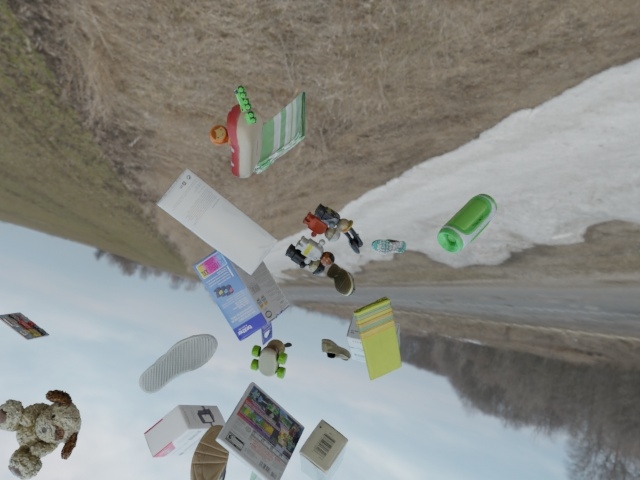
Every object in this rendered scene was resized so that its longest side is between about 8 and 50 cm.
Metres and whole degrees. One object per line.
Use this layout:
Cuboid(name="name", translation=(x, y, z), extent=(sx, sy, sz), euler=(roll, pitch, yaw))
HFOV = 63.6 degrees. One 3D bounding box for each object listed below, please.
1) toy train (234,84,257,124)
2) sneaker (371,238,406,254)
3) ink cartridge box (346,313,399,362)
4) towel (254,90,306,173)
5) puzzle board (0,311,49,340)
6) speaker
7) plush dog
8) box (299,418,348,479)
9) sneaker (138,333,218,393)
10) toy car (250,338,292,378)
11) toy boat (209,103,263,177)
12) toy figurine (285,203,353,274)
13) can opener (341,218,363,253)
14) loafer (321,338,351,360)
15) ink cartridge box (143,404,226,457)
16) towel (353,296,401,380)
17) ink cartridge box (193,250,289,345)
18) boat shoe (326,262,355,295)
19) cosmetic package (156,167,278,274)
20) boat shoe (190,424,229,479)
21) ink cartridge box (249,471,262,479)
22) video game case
Cuboid(name="toy train", translation=(-0.158, -0.283, 1.083), extent=(0.023, 0.083, 0.017), euler=(-12, -156, 21))
Cuboid(name="sneaker", translation=(0.278, 0.023, 2.182), extent=(0.166, 0.065, 0.076), euler=(5, -172, -30))
Cuboid(name="ink cartridge box", translation=(0.173, 0.323, 1.643), extent=(0.152, 0.087, 0.208), euler=(11, 151, 15))
Cuboid(name="towel", translation=(-0.175, -0.448, 2.159), extent=(0.038, 0.248, 0.324), euler=(23, 144, -35))
Cuboid(name="puzzle board", translation=(-0.904, 0.258, 1.572), extent=(0.128, 0.011, 0.096), euler=(32, -178, 9))
Cuboid(name="speaker", translation=(0.623, -0.076, 2.182), extent=(0.131, 0.296, 0.131), euler=(36, 150, 25))
Cuboid(name="plush dog", translation=(-0.901, 0.622, 1.717), extent=(0.225, 0.263, 0.210), euler=(-19, 174, 9))
Cuboid(name="box", translation=(0.007, 0.609, 1.461), extent=(0.094, 0.113, 0.275), euler=(32, 154, 19))
Cuboid(name="sneaker", translation=(-0.564, 0.473, 2.088), extent=(0.135, 0.365, 0.150), euler=(59, -173, -6))
Cuboid(name="toy car", translation=(-0.208, 0.509, 2.334), extent=(0.154, 0.149, 0.188), euler=(13, -155, 12))
Cuboid(name="toy boat", translation=(-0.261, -0.307, 1.556), extent=(0.151, 0.151, 0.231), euler=(16, 144, 1))
Cuboid(name="toy figurine", translation=(0.000, 0.000, 1.747), extent=(0.148, 0.213, 0.209), euler=(32, 159, -11))
Cuboid(name="can opener", translation=(0.125, -0.026, 2.133), extent=(0.186, 0.059, 0.073), euler=(56, -177, -37))
Cuboid(name="loafer", translation=(0.049, 0.389, 1.794), extent=(0.056, 0.050, 0.148), euler=(-8, 143, 46))
Cuboid(name="ink cartridge box", translation=(-0.473, 0.675, 1.835), extent=(0.100, 0.172, 0.237), euler=(54, -172, 28))
Cuboid(name="towel", translation=(0.156, 0.265, 1.381), extent=(0.102, 0.238, 0.021), euler=(-20, -152, -11))
Cuboid(name="ink cartridge box", translation=(-0.279, 0.205, 1.998), extent=(0.396, 0.151, 0.270), euler=(57, -163, 2))
Cuboid(name="boat shoe", translation=(0.063, 0.102, 1.319), extent=(0.049, 0.056, 0.152), euler=(26, -168, -24))
Cuboid(name="cosmetic package", translation=(-0.338, -0.063, 1.681), extent=(0.365, 0.155, 0.197), euler=(40, 171, -16))
Cuboid(name="boat shoe", translation=(-0.331, 0.694, 1.525), extent=(0.102, 0.286, 0.092), euler=(9, 162, 0))
Cuboid(name="ink cartridge box", translation=(-0.208, 0.848, 1.772), extent=(0.056, 0.181, 0.224), euler=(17, 170, -9))
Cuboid(name="video game case", translation=(-0.151, 0.505, 1.350), extent=(0.201, 0.183, 0.023), euler=(44, 132, -10))
